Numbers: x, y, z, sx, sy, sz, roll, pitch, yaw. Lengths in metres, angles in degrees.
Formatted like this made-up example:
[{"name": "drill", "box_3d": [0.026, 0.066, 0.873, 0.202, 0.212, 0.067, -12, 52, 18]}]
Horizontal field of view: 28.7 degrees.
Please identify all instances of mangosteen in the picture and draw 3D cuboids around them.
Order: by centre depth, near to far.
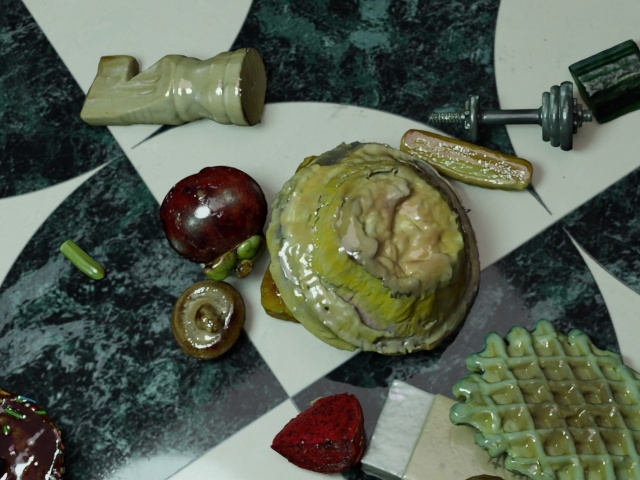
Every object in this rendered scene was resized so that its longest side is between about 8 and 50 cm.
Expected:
[{"name": "mangosteen", "box_3d": [-0.153, -0.021, 1.912, 0.166, 0.166, 0.180, -24, 79, -5]}]

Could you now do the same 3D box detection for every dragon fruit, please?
[{"name": "dragon fruit", "box_3d": [0.022, 0.280, 1.816, 0.162, 0.083, 0.106, -18, 32, 41]}]

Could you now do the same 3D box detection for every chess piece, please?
[{"name": "chess piece", "box_3d": [-0.245, -0.242, 2.037, 0.301, 0.137, 0.137, -1, 68, 15]}]

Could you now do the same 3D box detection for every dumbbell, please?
[{"name": "dumbbell", "box_3d": [0.301, -0.195, 1.978, 0.254, 0.110, 0.110, 0, 69, 10]}]

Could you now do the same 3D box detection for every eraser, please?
[{"name": "eraser", "box_3d": [0.239, 0.325, 1.788, 0.343, 0.078, 0.144, 20, 70, 11]}]

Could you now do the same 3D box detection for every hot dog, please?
[{"name": "hot dog", "box_3d": [0.229, -0.122, 1.981, 0.216, 0.047, 0.066, 15, 85, 9]}]

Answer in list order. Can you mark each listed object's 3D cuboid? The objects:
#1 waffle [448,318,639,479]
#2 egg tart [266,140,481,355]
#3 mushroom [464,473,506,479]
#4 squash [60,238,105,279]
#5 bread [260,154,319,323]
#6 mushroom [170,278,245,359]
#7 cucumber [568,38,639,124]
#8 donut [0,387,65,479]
[{"name": "waffle", "box_3d": [0.346, 0.238, 1.769, 0.309, 0.056, 0.292, 28, 44, 19]}, {"name": "egg tart", "box_3d": [0.094, 0.001, 1.842, 0.352, 0.150, 0.352, 7, 71, -20]}, {"name": "mushroom", "box_3d": [0.140, 0.436, 1.614, 0.356, 0.334, 0.331, 44, 88, 11]}, {"name": "squash", "box_3d": [-0.373, 0.034, 1.974, 0.083, 0.027, 0.027, 40, 76, 17]}, {"name": "bread", "box_3d": [0.000, 0.001, 1.934, 0.139, 0.077, 0.271, 15, 68, 7]}, {"name": "mushroom", "box_3d": [-0.169, 0.120, 1.897, 0.109, 0.085, 0.126, 20, 70, 49]}, {"name": "cucumber", "box_3d": [0.469, -0.261, 2.011, 0.115, 0.062, 0.116, -23, 67, -1]}, {"name": "donut", "box_3d": [-0.482, 0.336, 1.831, 0.235, 0.089, 0.235, -1, 68, 3]}]
